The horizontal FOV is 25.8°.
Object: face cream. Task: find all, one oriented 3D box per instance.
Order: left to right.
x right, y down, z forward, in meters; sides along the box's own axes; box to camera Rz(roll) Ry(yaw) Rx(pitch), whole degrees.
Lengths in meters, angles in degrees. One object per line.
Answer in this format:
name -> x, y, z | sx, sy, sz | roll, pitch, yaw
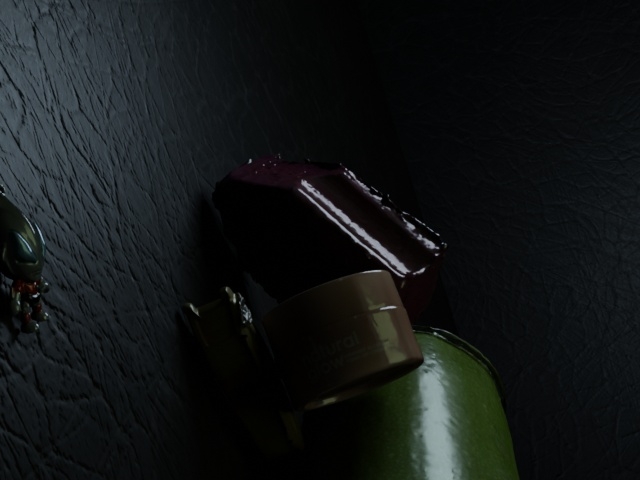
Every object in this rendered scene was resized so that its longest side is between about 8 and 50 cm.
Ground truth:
face cream -> 0.023, 0.107, 1.478 | 0.149, 0.149, 0.104 | 29, 38, -73

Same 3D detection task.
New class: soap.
soap -> 0.000, 0.000, 1.653 | 0.289, 0.112, 0.182 | 40, -42, 21

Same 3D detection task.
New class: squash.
squash -> 0.095, 0.285, 1.572 | 0.384, 0.263, 0.263 | -86, 155, -64

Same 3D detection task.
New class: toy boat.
toy boat -> -0.075, 0.144, 1.490 | 0.088, 0.068, 0.226 | -100, 166, -61

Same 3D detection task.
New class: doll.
doll -> -0.229, 0.012, 1.064 | 0.057, 0.039, 0.114 | -24, 108, -45
